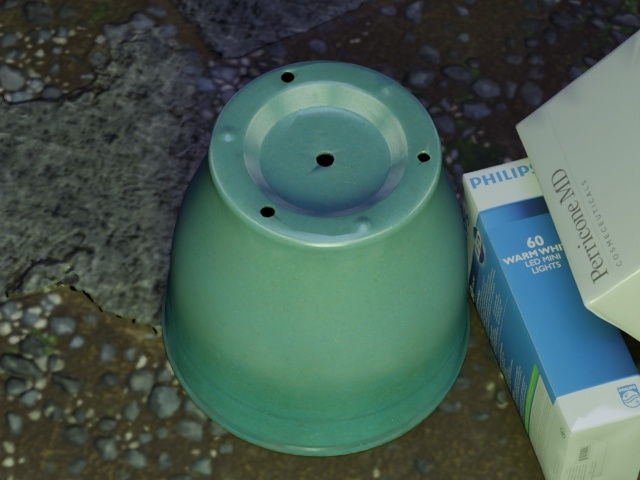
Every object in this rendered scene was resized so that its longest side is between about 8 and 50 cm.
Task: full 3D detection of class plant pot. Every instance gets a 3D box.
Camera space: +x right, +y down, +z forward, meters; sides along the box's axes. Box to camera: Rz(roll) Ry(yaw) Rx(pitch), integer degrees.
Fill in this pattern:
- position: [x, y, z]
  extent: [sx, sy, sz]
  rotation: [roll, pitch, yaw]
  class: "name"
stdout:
- position: [0.000, 0.000, 1.540]
  extent: [0.271, 0.255, 0.272]
  rotation: [1, 57, -1]
  class: "plant pot"

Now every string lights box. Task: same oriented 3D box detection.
- position: [0.190, 0.073, 1.569]
  extent: [0.076, 0.133, 0.260]
  rotation: [-14, 58, -8]
  class: "string lights box"

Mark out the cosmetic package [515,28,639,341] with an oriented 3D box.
- position: [0.365, -0.099, 1.476]
  extent: [0.385, 0.156, 0.217]
  rotation: [-38, 44, 22]
  class: "cosmetic package"
